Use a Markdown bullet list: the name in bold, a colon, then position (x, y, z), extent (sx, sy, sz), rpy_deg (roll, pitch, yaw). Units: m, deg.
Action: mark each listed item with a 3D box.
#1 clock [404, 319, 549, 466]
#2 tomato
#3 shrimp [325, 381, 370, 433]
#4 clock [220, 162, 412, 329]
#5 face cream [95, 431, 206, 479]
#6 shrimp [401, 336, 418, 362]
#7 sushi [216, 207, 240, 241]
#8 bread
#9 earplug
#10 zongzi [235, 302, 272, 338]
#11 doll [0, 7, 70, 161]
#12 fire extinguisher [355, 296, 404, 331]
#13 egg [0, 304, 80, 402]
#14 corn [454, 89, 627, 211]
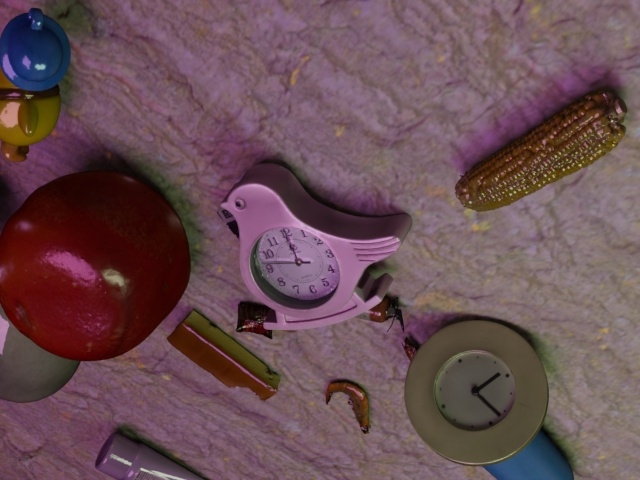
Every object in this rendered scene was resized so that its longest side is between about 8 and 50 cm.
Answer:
- **clock**: position (0.251, 0.245, 1.719), extent (0.235, 0.235, 0.029), rpy_deg (11, 166, 20)
- **tomato**: position (-0.390, 0.044, 1.846), extent (0.290, 0.293, 0.325), rpy_deg (21, 122, 20)
- **shrimp**: position (0.057, 0.316, 2.004), extent (0.091, 0.025, 0.127), rpy_deg (-5, 119, 32)
- **clock**: position (0.000, 0.000, 1.706), extent (0.290, 0.080, 0.275), rpy_deg (-12, 113, 23)
- **face cream**: position (-0.362, 0.527, 2.373), extent (0.274, 0.096, 0.154), rpy_deg (32, 134, -17)
- **shrimp**: position (0.189, 0.202, 1.841), extent (0.083, 0.023, 0.114), rpy_deg (-16, 123, 33)
- **sushi**: position (-0.064, -0.006, 1.798), extent (0.139, 0.031, 0.201), rpy_deg (-27, 108, 33)
- **bread**: position (-0.184, 0.228, 2.046), extent (0.226, 0.049, 0.088), rpy_deg (39, 134, -7)
- **earplug**: position (0.330, 0.356, 1.824), extent (0.273, 0.132, 0.132), rpy_deg (45, 134, -16)
- **zongzi**: position (-0.106, 0.140, 1.940), extent (0.083, 0.067, 0.073), rpy_deg (25, 125, -18)
- **doll**: position (-0.486, -0.262, 1.722), extent (0.363, 0.145, 0.199), rpy_deg (-49, 55, 56)
- **fire extinguisher**: position (0.063, 0.112, 1.812), extent (0.177, 0.062, 0.050), rpy_deg (12, 173, 21)
- **egg**: position (-0.585, 0.155, 2.059), extent (0.258, 0.258, 0.352), rpy_deg (16, 127, 17)
- **corn**: position (0.305, -0.115, 1.476), extent (0.086, 0.086, 0.288), rpy_deg (47, 134, -13)
